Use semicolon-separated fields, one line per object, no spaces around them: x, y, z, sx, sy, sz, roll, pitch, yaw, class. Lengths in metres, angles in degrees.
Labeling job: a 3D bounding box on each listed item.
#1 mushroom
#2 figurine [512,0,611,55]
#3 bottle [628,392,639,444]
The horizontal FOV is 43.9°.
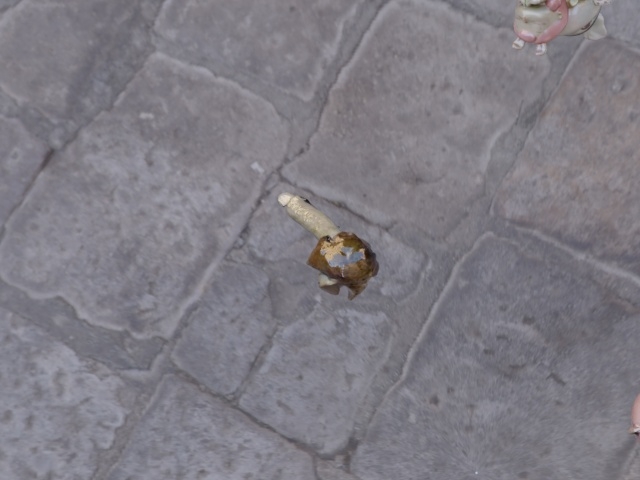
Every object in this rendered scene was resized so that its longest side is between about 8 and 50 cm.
0.000;0.000;0.780;0.061;0.060;0.187;-59;29;9;mushroom
0.200;-0.213;0.702;0.098;0.146;0.081;-33;49;0;figurine
0.513;0.218;1.012;0.237;0.148;0.147;-23;69;32;bottle
